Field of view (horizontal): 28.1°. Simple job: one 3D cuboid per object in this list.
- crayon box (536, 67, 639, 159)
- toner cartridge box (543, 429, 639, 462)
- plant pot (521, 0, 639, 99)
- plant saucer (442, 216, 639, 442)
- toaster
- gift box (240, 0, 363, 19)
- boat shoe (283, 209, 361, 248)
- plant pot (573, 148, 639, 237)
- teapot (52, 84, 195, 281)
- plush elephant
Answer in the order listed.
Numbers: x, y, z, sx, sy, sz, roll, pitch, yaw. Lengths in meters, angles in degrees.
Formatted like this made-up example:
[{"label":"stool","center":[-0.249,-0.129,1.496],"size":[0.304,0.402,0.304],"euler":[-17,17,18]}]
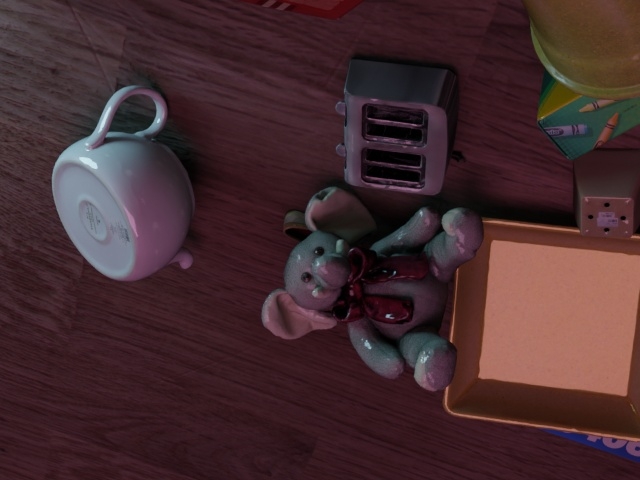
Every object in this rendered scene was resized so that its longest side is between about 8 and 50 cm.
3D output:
[{"label":"crayon box","center":[0.421,-0.237,1.667],"size":[0.278,0.165,0.081],"euler":[-30,116,34]},{"label":"toner cartridge box","center":[0.456,0.261,2.138],"size":[0.348,0.075,0.165],"euler":[18,130,1]},{"label":"plant pot","center":[0.316,-0.340,1.479],"size":[0.276,0.276,0.254],"euler":[-19,149,29]},{"label":"plant saucer","center":[0.371,0.128,1.991],"size":[0.333,0.081,0.332],"euler":[7,106,11]},{"label":"toaster","center":[0.118,-0.164,1.854],"size":[0.186,0.110,0.168],"euler":[8,132,9]},{"label":"gift box","center":[-0.024,-0.437,1.469],"size":[0.255,0.258,0.276],"euler":[-27,158,37]},{"label":"boat shoe","center":[0.000,0.000,2.069],"size":[0.135,0.045,0.050],"euler":[22,132,-3]},{"label":"plant pot","center":[0.419,-0.063,1.861],"size":[0.109,0.096,0.109],"euler":[2,129,14]},{"label":"teapot","center":[-0.285,-0.075,2.005],"size":[0.252,0.187,0.256],"euler":[54,146,5]},{"label":"plush elephant","center":[0.062,0.061,1.940],"size":[0.256,0.271,0.330],"euler":[16,174,-15]}]
